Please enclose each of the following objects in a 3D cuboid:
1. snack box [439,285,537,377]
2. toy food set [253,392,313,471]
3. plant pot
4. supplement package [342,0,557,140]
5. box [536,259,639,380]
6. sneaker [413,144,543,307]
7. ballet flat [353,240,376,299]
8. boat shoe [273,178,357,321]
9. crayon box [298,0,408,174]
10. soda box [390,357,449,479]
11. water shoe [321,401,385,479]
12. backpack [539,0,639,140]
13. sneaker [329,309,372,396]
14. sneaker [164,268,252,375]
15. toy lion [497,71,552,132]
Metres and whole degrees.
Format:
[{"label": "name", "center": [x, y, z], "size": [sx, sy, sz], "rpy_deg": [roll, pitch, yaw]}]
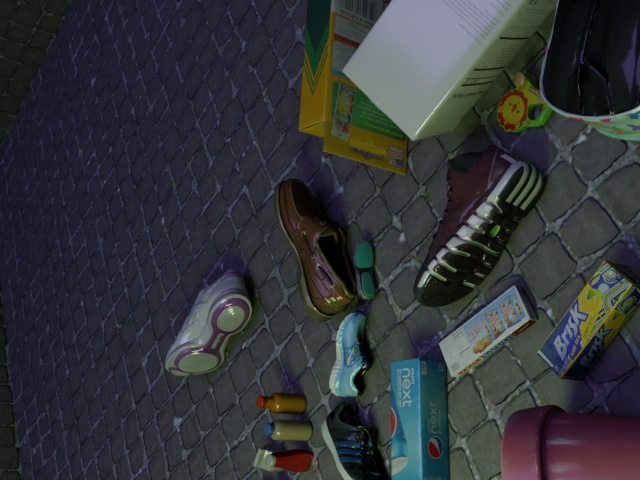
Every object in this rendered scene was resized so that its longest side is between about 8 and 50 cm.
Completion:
[{"label": "snack box", "center": [0.261, 0.145, 1.336], "size": [0.178, 0.022, 0.064], "rpy_deg": [-45, 47, 35]}, {"label": "toy food set", "center": [-0.092, 0.418, 1.641], "size": [0.111, 0.104, 0.232], "rpy_deg": [29, 103, 51]}, {"label": "plant pot", "center": [0.350, 0.300, 1.060], "size": [0.180, 0.201, 0.201], "rpy_deg": [-17, 66, 32]}, {"label": "supplement package", "center": [0.210, -0.332, 1.364], "size": [0.177, 0.175, 0.293], "rpy_deg": [47, 121, 14]}, {"label": "box", "center": [0.377, 0.113, 1.172], "size": [0.169, 0.054, 0.059], "rpy_deg": [-61, 40, 22]}, {"label": "sneaker", "center": [0.229, -0.034, 1.378], "size": [0.281, 0.106, 0.162], "rpy_deg": [-52, 38, 15]}, {"label": "ballet flat", "center": [0.080, 0.058, 1.581], "size": [0.041, 0.041, 0.114], "rpy_deg": [-27, 59, 45]}, {"label": "boat shoe", "center": [0.000, 0.000, 1.652], "size": [0.104, 0.110, 0.307], "rpy_deg": [-36, 63, 36]}, {"label": "crayon box", "center": [0.067, -0.289, 1.554], "size": [0.083, 0.203, 0.323], "rpy_deg": [-10, 72, 51]}, {"label": "soda box", "center": [0.162, 0.302, 1.383], "size": [0.071, 0.067, 0.210], "rpy_deg": [-17, 67, 49]}, {"label": "water shoe", "center": [0.066, 0.365, 1.484], "size": [0.080, 0.073, 0.203], "rpy_deg": [-60, 41, 18]}, {"label": "backpack", "center": [0.386, -0.245, 1.003], "size": [0.225, 0.191, 0.254], "rpy_deg": [15, 85, 56]}, {"label": "sneaker", "center": [0.069, 0.209, 1.549], "size": [0.073, 0.063, 0.162], "rpy_deg": [8, 91, 35]}, {"label": "sneaker", "center": [-0.253, 0.193, 1.930], "size": [0.305, 0.114, 0.152], "rpy_deg": [-48, 33, 27]}, {"label": "toy lion", "center": [0.326, -0.212, 1.349], "size": [0.100, 0.034, 0.096], "rpy_deg": [49, 126, 46]}]
